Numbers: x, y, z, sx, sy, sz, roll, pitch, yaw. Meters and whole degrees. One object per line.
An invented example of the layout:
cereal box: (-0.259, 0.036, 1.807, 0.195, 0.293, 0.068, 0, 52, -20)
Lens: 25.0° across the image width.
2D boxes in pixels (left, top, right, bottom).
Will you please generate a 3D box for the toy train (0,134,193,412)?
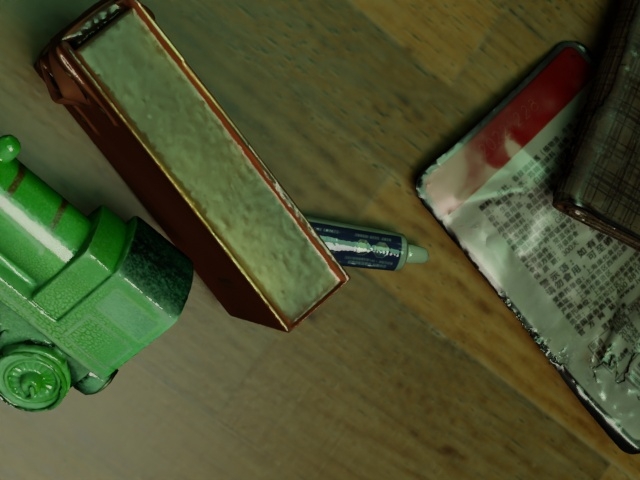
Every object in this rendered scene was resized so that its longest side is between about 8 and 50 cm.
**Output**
toy train: (-0.188, -0.013, 0.751, 0.119, 0.085, 0.251, -37, 114, 24)

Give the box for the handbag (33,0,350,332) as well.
handbag: (-0.074, -0.040, 0.777, 0.063, 0.127, 0.190, -39, 103, -12)

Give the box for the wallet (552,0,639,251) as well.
wallet: (0.230, -0.103, 0.912, 0.124, 0.042, 0.230, 25, 76, -21)

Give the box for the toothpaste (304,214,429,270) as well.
toothpaste: (0.000, 0.000, 0.872, 0.139, 0.021, 0.037, 8, 94, -16)

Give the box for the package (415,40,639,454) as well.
package: (0.182, 0.004, 0.930, 0.154, 0.030, 0.239, -44, 108, -16)
